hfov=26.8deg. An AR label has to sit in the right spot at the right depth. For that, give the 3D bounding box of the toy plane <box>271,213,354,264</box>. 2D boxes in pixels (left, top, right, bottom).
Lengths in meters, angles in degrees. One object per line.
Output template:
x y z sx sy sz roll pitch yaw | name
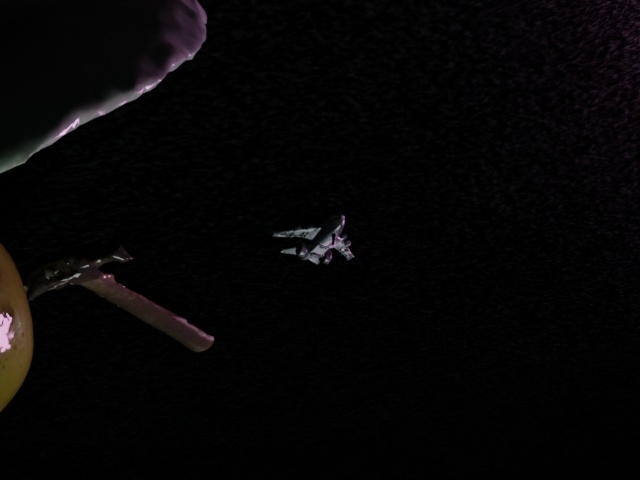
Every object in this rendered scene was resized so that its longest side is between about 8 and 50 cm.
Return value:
0.000 0.000 1.160 0.079 0.031 0.083 16 154 -22 | toy plane

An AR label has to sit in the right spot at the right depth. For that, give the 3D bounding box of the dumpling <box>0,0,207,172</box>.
-0.231 -0.113 0.541 0.321 0.211 0.270 -22 -164 1 | dumpling

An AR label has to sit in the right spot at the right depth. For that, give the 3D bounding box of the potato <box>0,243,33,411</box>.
-0.334 0.047 0.921 0.216 0.215 0.304 -19 148 29 | potato

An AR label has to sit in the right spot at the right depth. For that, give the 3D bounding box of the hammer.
-0.173 0.064 1.278 0.125 0.027 0.297 -14 160 17 | hammer
